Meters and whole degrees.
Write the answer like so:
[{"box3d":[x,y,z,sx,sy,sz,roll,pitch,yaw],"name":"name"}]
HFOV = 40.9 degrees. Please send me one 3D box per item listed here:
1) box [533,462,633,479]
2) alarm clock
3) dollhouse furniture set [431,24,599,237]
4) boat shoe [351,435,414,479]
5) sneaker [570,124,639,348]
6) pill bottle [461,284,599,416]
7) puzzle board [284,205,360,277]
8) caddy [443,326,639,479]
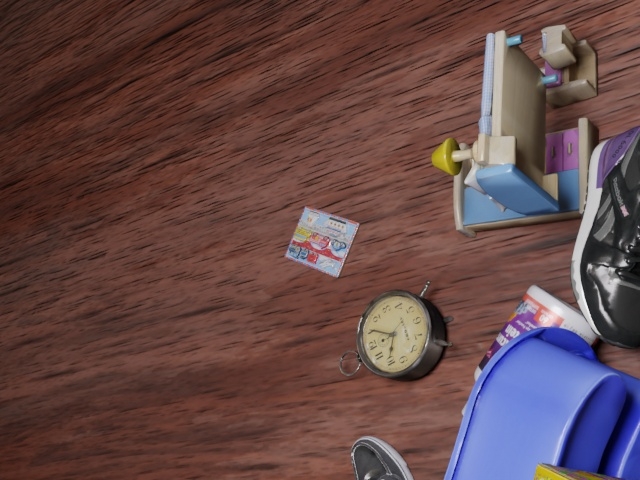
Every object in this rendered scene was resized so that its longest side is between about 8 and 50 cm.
[{"box3d":[0.336,0.387,0.804,0.177,0.290,0.279,-172,96,-69],"name":"box"},{"box3d":[0.105,0.150,1.272,0.192,0.064,0.129,-30,58,25],"name":"alarm clock"},{"box3d":[0.218,-0.164,1.133,0.198,0.303,0.286,-8,70,36],"name":"dollhouse furniture set"},{"box3d":[0.091,0.372,1.196,0.080,0.076,0.228,-39,54,22],"name":"boat shoe"},{"box3d":[0.382,-0.015,1.037,0.124,0.107,0.283,139,140,-67],"name":"sneaker"},{"box3d":[0.267,0.164,1.106,0.108,0.108,0.193,37,99,41],"name":"pill bottle"},{"box3d":[0.000,0.000,1.446,0.128,0.011,0.096,20,88,41],"name":"puzzle board"},{"box3d":[0.259,0.271,0.980,0.179,0.241,0.341,12,82,55],"name":"caddy"}]
